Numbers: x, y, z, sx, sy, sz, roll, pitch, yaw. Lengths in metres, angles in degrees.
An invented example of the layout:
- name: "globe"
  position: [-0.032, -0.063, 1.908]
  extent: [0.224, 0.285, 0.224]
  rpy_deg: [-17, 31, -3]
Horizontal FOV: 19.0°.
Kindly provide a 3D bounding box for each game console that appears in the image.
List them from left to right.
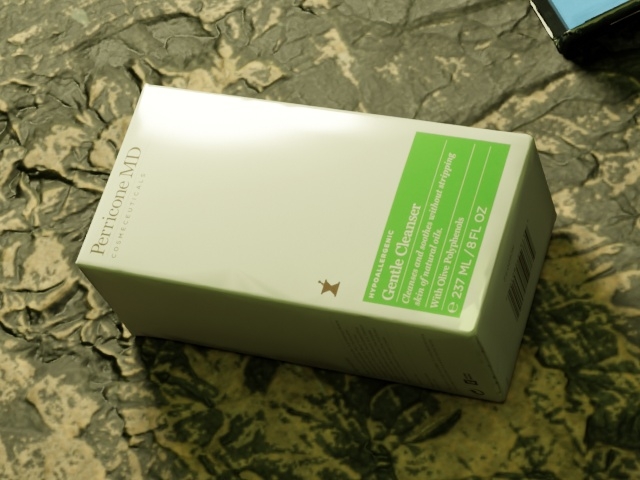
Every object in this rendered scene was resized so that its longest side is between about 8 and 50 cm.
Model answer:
- name: "game console"
  position: [0.263, -0.230, 1.772]
  extent: [0.122, 0.107, 0.071]
  rpy_deg: [-26, 85, 1]

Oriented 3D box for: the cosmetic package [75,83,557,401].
- name: "cosmetic package"
  position: [0.000, 0.000, 1.666]
  extent: [0.365, 0.155, 0.197]
  rpy_deg: [8, 66, 20]
